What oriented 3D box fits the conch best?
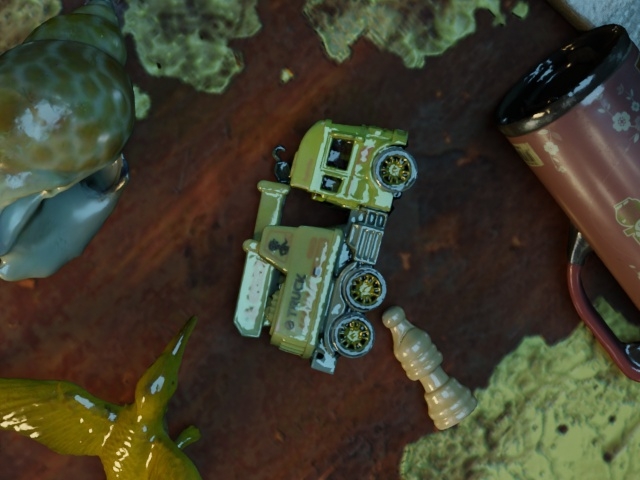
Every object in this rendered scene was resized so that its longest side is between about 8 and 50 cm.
[{"bbox_3d":[-0.176,-0.063,0.861,0.116,0.106,0.173,4,111,-38],"label":"conch"}]

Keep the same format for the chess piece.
[{"bbox_3d":[0.072,0.086,0.975,0.035,0.035,0.092,-36,98,-12],"label":"chess piece"}]

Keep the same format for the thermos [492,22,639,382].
[{"bbox_3d":[0.253,0.018,0.983,0.136,0.109,0.330,-43,105,-11],"label":"thermos"}]

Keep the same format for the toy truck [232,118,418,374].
[{"bbox_3d":[0.000,0.000,0.929,0.100,0.077,0.169,14,92,-3],"label":"toy truck"}]

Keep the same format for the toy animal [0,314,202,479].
[{"bbox_3d":[-0.116,0.118,0.891,0.219,0.095,0.155,30,83,15],"label":"toy animal"}]

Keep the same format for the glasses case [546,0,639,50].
[{"bbox_3d":[0.194,-0.191,0.990,0.205,0.047,0.071,41,90,-15],"label":"glasses case"}]
